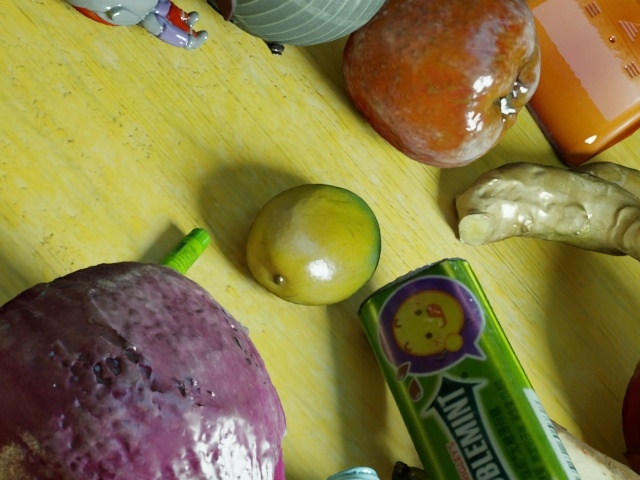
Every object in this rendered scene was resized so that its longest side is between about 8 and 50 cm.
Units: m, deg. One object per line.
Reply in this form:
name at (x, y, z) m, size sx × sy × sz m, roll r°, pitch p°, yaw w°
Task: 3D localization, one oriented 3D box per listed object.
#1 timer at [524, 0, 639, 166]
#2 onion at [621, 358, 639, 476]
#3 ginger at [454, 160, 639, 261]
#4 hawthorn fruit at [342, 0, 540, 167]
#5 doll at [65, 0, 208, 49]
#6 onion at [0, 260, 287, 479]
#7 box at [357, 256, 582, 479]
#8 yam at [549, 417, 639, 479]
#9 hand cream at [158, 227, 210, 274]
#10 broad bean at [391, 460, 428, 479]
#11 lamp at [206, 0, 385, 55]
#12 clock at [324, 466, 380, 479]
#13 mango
timer at (0.381, -0.260, 1.772) m, size 0.250 × 0.161 × 0.257 m, roll -29°, pitch 85°, yaw -35°
onion at (0.504, 0.243, 1.382) m, size 0.341 × 0.341 × 0.341 m, roll 25°, pitch 48°, yaw -31°
ginger at (0.344, -0.048, 1.562) m, size 0.348 × 0.122 × 0.363 m, roll 19°, pitch 24°, yaw -4°
hawthorn fruit at (0.132, -0.199, 1.400) m, size 0.235 × 0.263 × 0.231 m, roll -89°, pitch 177°, yaw -81°
doll at (-0.208, -0.254, 1.218) m, size 0.227 × 0.075 × 0.102 m, roll 24°, pitch 31°, yaw -46°
onion at (-0.113, 0.148, 0.877) m, size 0.349 × 0.159 × 0.267 m, roll 43°, pitch 38°, yaw 20°
box at (0.154, 0.182, 1.149) m, size 0.097 × 0.134 × 0.345 m, roll 59°, pitch 7°, yaw -53°
yam at (0.260, 0.273, 1.259) m, size 0.238 × 0.128 × 0.129 m, roll 34°, pitch 84°, yaw -22°
hand cream at (-0.141, 0.029, 1.117) m, size 0.036 × 0.023 × 0.122 m, roll 55°, pitch 40°, yaw -17°
broad bean at (0.154, 0.318, 1.177) m, size 0.052 × 0.053 × 0.256 m, roll -36°, pitch 86°, yaw -10°
lamp at (-0.039, -0.334, 1.310) m, size 0.233 × 0.233 × 0.265 m, roll 7°, pitch 46°, yaw -42°
clock at (0.033, 0.318, 1.032) m, size 0.274 × 0.094 × 0.223 m, roll -16°, pitch 75°, yaw -51°
mango at (0.000, 0.000, 1.231) m, size 0.130 × 0.092 × 0.195 m, roll 50°, pitch 31°, yaw -2°
